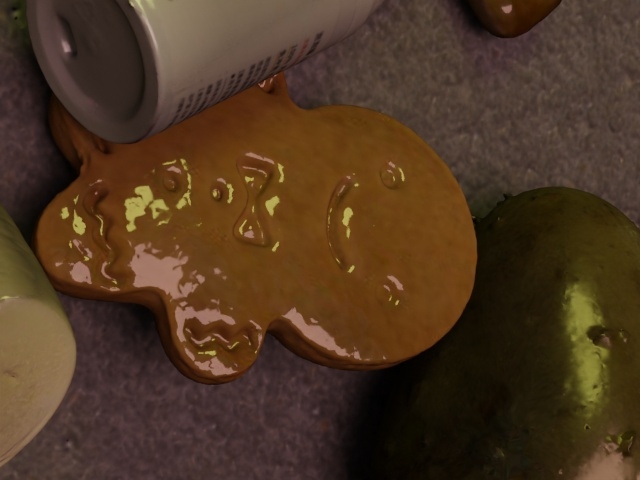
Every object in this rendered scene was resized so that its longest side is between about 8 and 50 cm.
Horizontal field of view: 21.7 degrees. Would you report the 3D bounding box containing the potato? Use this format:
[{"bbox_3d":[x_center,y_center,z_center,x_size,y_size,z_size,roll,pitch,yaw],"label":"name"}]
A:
[{"bbox_3d":[0.186,0.133,1.351,0.219,0.269,0.359,27,76,-51],"label":"potato"}]

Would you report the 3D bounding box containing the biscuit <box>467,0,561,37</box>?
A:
[{"bbox_3d":[0.165,-0.342,1.398,0.237,0.062,0.291,-42,115,-22],"label":"biscuit"}]

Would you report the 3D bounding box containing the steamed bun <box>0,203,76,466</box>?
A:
[{"bbox_3d":[-0.294,0.078,1.090,0.250,0.200,0.155,-19,129,-26],"label":"steamed bun"}]

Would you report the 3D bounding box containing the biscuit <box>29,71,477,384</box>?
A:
[{"bbox_3d":[-0.039,-0.019,1.253,0.354,0.052,0.275,16,66,-20],"label":"biscuit"}]

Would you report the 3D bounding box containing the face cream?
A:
[{"bbox_3d":[-0.030,-0.205,1.234,0.369,0.145,0.145,-33,112,-37],"label":"face cream"}]
